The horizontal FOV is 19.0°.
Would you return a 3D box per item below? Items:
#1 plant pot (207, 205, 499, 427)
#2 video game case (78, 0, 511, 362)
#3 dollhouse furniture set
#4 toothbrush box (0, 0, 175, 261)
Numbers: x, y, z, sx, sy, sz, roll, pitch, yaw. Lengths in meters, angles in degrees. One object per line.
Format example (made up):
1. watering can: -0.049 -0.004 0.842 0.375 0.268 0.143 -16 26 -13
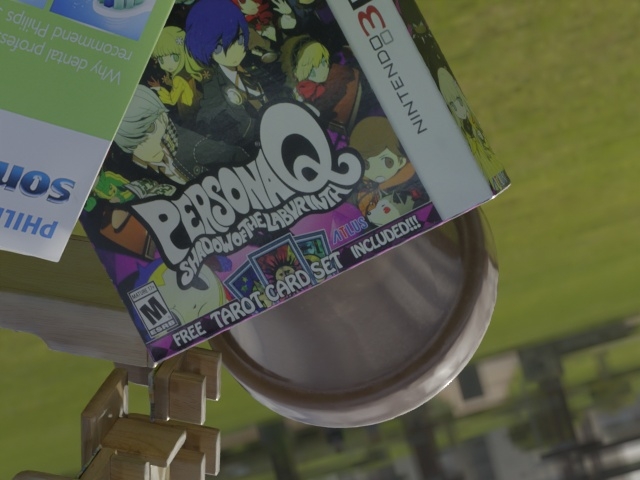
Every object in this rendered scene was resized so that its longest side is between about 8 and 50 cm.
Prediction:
1. plant pot: 0.000 0.000 1.576 0.263 0.263 0.229 -16 154 9
2. video game case: -0.043 -0.071 1.057 0.232 0.210 0.042 -26 -178 23
3. dollhouse furniture set: -0.184 0.125 1.440 0.161 0.242 0.212 10 -151 13
4. toothbrush box: -0.146 -0.166 0.810 0.122 0.283 0.206 14 -163 -40
